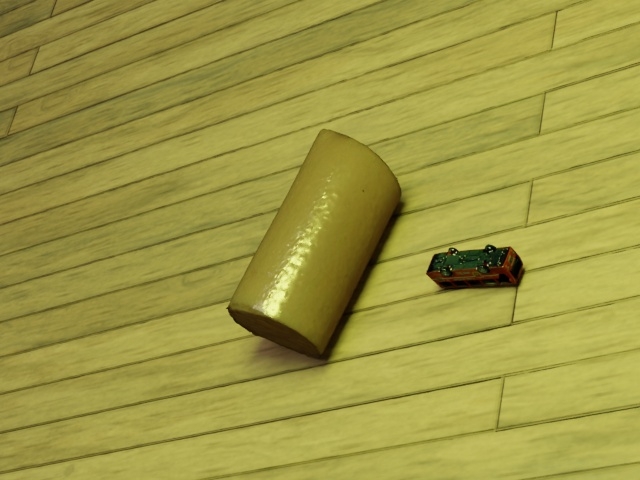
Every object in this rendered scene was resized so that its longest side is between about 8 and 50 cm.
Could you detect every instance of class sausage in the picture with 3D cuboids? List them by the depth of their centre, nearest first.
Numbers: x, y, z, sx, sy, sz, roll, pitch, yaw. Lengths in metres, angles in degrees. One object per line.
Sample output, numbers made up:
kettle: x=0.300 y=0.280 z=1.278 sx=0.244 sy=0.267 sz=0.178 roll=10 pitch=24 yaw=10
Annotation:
sausage: x=0.000 y=0.000 z=1.907 sx=0.123 sy=0.123 sz=0.253 roll=6 pitch=62 yaw=47

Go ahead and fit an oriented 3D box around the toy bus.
toy bus: x=0.164 y=0.030 z=1.786 sx=0.110 sy=0.043 sz=0.031 roll=-4 pitch=51 yaw=44
